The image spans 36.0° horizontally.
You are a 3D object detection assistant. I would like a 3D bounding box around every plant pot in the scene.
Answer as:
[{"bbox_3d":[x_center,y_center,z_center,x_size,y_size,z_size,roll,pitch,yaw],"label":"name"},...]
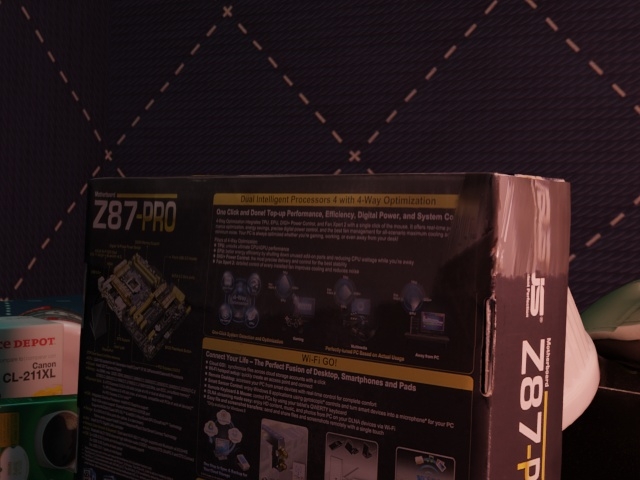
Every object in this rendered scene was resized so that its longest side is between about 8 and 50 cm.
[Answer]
[{"bbox_3d":[0.263,0.192,0.827,0.188,0.167,0.187,2,0,-45],"label":"plant pot"}]

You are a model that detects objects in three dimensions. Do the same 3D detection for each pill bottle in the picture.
[{"bbox_3d":[-0.347,0.169,1.265,0.161,0.161,0.283,1,1,-17],"label":"pill bottle"}]

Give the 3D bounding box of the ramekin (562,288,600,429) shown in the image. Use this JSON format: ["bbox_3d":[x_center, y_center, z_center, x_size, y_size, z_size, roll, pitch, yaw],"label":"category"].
[{"bbox_3d":[0.105,0.075,0.774,0.207,0.109,0.207,-16,19,5],"label":"ramekin"}]

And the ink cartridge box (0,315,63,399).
[{"bbox_3d":[-0.330,0.167,0.983,0.072,0.175,0.127,2,2,42],"label":"ink cartridge box"}]

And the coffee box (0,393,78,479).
[{"bbox_3d":[-0.258,0.204,0.931,0.184,0.113,0.040,-1,-1,-31],"label":"coffee box"}]

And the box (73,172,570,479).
[{"bbox_3d":[-0.026,0.112,0.694,0.395,0.318,0.097,2,2,42],"label":"box"}]

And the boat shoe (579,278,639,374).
[{"bbox_3d":[0.271,0.078,0.816,0.081,0.069,0.228,-38,-2,-2],"label":"boat shoe"}]
